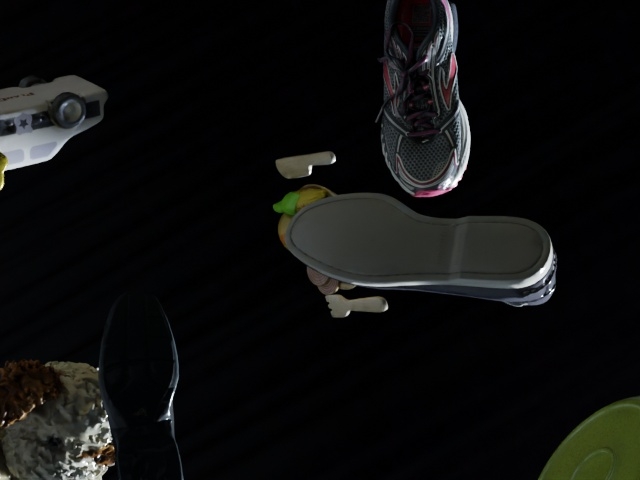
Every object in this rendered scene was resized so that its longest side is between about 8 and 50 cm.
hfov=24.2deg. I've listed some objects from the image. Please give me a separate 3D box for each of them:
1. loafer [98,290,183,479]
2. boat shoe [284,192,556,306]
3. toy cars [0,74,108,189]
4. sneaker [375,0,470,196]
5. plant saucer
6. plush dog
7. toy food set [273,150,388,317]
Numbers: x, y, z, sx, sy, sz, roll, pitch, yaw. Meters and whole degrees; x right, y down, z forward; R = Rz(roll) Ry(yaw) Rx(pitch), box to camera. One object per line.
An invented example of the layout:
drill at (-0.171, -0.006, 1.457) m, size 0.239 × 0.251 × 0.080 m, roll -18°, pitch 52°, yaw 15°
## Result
loafer at (-0.141, 0.125, 1.155) m, size 0.061 × 0.062 × 0.170 m, roll 145°, pitch -57°, yaw -76°
boat shoe at (0.073, 0.015, 1.092) m, size 0.206 × 0.075 × 0.065 m, roll 6°, pitch -28°, yaw 25°
toy cars at (-0.338, -0.067, 1.395) m, size 0.393 × 0.177 × 0.087 m, roll -51°, pitch 142°, yaw -62°
sneaker at (0.123, -0.204, 1.952) m, size 0.112 × 0.121 × 0.299 m, roll 26°, pitch 58°, yaw -75°
plant saucer at (0.292, 0.252, 1.551) m, size 0.037 × 0.241 × 0.241 m, roll 38°, pitch -8°, yaw -15°
plush dog at (-0.273, 0.204, 1.490) m, size 0.262 × 0.225 × 0.210 m, roll 25°, pitch 39°, yaw -38°
toy food set at (0.000, 0.000, 1.634) m, size 0.132 × 0.039 × 0.192 m, roll -8°, pitch -75°, yaw 58°
